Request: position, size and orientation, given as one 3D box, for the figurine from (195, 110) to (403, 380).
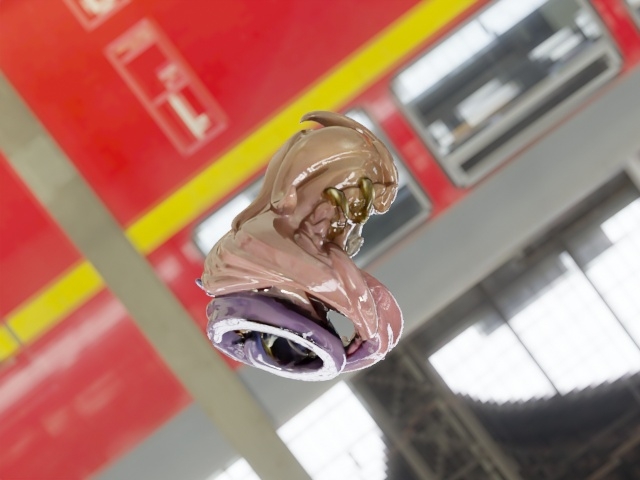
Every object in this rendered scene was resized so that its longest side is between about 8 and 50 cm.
[{"bbox_3d":[-0.006,0.001,1.076,0.126,0.157,0.114,8,177,36],"label":"figurine"}]
